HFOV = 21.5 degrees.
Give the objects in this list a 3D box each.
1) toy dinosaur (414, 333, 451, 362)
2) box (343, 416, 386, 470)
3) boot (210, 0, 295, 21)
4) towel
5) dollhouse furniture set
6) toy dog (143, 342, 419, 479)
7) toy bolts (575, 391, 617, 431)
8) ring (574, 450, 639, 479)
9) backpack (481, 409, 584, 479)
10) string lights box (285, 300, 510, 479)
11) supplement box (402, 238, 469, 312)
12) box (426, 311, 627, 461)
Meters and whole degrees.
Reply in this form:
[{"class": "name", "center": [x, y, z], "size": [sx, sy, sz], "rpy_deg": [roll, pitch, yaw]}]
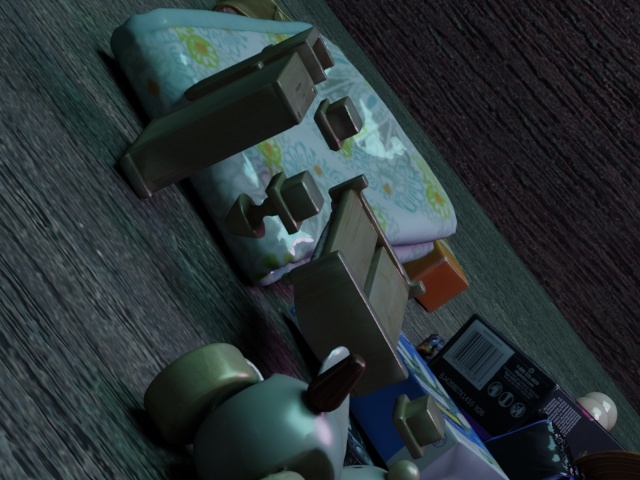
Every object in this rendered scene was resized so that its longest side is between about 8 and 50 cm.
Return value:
[{"class": "toy dinosaur", "center": [0.144, 0.136, 2.213], "size": [0.090, 0.047, 0.082], "rpy_deg": [36, 0, -28]}, {"class": "box", "center": [0.038, 0.208, 1.613], "size": [0.067, 0.018, 0.083], "rpy_deg": [51, 11, -19]}, {"class": "boot", "center": [-0.067, -0.275, 2.480], "size": [0.236, 0.089, 0.269], "rpy_deg": [41, 14, -10]}, {"class": "towel", "center": [-0.031, -0.110, 1.866], "size": [0.374, 0.090, 0.320], "rpy_deg": [-7, 58, -55]}, {"class": "dollhouse furniture set", "center": [-0.021, 0.014, 1.640], "size": [0.356, 0.173, 0.303], "rpy_deg": [62, 19, -16]}, {"class": "toy dog", "center": [0.007, 0.154, 1.286], "size": [0.220, 0.161, 0.333], "rpy_deg": [55, 11, 6]}, {"class": "toy bolts", "center": [0.341, 0.294, 2.234], "size": [0.218, 0.158, 0.228], "rpy_deg": [53, 11, -5]}, {"class": "ring", "center": [0.360, 0.385, 1.816], "size": [0.032, 0.336, 0.337], "rpy_deg": [-27, 78, -37]}, {"class": "backpack", "center": [0.203, 0.277, 1.770], "size": [0.173, 0.158, 0.117], "rpy_deg": [58, 11, -54]}, {"class": "string lights box", "center": [0.076, 0.157, 1.706], "size": [0.133, 0.076, 0.260], "rpy_deg": [42, 10, -50]}, {"class": "supplement box", "center": [0.141, -0.002, 2.513], "size": [0.080, 0.078, 0.233], "rpy_deg": [45, 15, -39]}, {"class": "box", "center": [0.240, 0.230, 1.973], "size": [0.165, 0.143, 0.270], "rpy_deg": [44, 1, 43]}]
